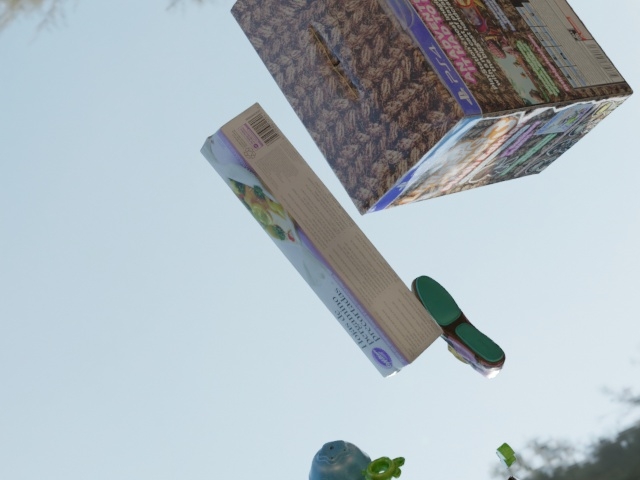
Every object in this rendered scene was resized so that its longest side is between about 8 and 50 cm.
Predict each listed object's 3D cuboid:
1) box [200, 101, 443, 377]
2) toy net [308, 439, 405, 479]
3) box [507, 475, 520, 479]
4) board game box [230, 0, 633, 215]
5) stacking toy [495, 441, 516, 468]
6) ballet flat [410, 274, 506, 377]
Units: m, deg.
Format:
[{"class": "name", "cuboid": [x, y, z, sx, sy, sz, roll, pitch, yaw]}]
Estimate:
[{"class": "box", "cuboid": [0.000, 0.000, 1.333, 0.324, 0.063, 0.067, 50, -124, -1]}, {"class": "toy net", "cuboid": [-0.026, 0.272, 1.188, 0.232, 0.122, 0.045, -33, -59, -28]}, {"class": "box", "cuboid": [0.377, 0.427, 1.800, 0.201, 0.021, 0.164, 33, -175, -28]}, {"class": "board game box", "cuboid": [0.108, -0.173, 1.135, 0.291, 0.141, 0.232, -13, -115, -48]}, {"class": "stacking toy", "cuboid": [0.240, 0.409, 1.763, 0.052, 0.167, 0.221, 35, 157, 55]}, {"class": "ballet flat", "cuboid": [0.229, 0.158, 2.154, 0.077, 0.079, 0.221, -29, -117, -36]}]
